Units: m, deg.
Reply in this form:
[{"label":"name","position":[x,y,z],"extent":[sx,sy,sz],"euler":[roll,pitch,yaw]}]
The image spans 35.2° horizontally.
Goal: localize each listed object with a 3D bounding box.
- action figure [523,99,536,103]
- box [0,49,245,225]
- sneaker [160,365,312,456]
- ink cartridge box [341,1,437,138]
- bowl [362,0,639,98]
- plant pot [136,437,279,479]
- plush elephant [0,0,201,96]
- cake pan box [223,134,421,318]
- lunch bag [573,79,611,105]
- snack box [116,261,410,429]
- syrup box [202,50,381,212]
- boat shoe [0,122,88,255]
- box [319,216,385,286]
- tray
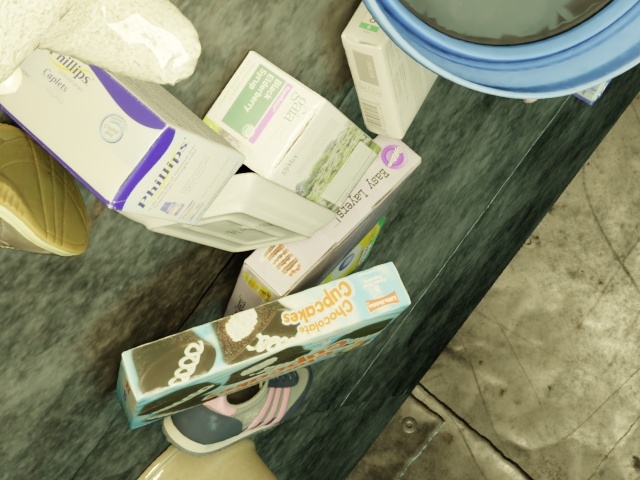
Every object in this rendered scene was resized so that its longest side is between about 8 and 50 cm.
[{"label":"action figure","position":[0.204,-0.307,1.053],"extent":[0.276,0.248,0.370],"euler":[-35,166,34]},{"label":"box","position":[-0.143,-0.080,0.742],"extent":[0.072,0.126,0.137],"euler":[-52,162,8]},{"label":"sneaker","position":[-0.089,0.205,1.464],"extent":[0.319,0.112,0.131],"euler":[-24,150,-58]},{"label":"ink cartridge box","position":[0.108,-0.249,1.112],"extent":[0.225,0.056,0.181],"euler":[-62,158,-18]},{"label":"bowl","position":[0.186,-0.314,0.825],"extent":[0.391,0.077,0.391],"euler":[-9,118,-17]},{"label":"plant pot","position":[-0.136,0.494,1.596],"extent":[0.334,0.305,0.334],"euler":[-46,162,-19]},{"label":"plush elephant","position":[-0.159,-0.129,0.372],"extent":[0.272,0.255,0.330],"euler":[-59,159,8]},{"label":"cake pan box","position":[0.000,0.000,1.276],"extent":[0.267,0.070,0.246],"euler":[-44,176,-20]},{"label":"lunch bag","position":[0.416,-0.311,1.636],"extent":[0.129,0.151,0.096],"euler":[-59,161,21]},{"label":"snack box","position":[-0.071,0.124,1.165],"extent":[0.322,0.060,0.187],"euler":[-18,166,-18]},{"label":"syrup box","position":[-0.024,-0.104,1.038],"extent":[0.093,0.096,0.237],"euler":[-55,162,5]},{"label":"boat shoe","position":[-0.237,-0.037,0.683],"extent":[0.073,0.080,0.223],"euler":[-16,161,13]},{"label":"box","position":[0.030,0.016,1.503],"extent":[0.179,0.043,0.105],"euler":[-37,158,-43]},{"label":"tray","position":[-0.086,-0.020,1.013],"extent":[0.145,0.030,0.270],"euler":[-11,171,16]}]
